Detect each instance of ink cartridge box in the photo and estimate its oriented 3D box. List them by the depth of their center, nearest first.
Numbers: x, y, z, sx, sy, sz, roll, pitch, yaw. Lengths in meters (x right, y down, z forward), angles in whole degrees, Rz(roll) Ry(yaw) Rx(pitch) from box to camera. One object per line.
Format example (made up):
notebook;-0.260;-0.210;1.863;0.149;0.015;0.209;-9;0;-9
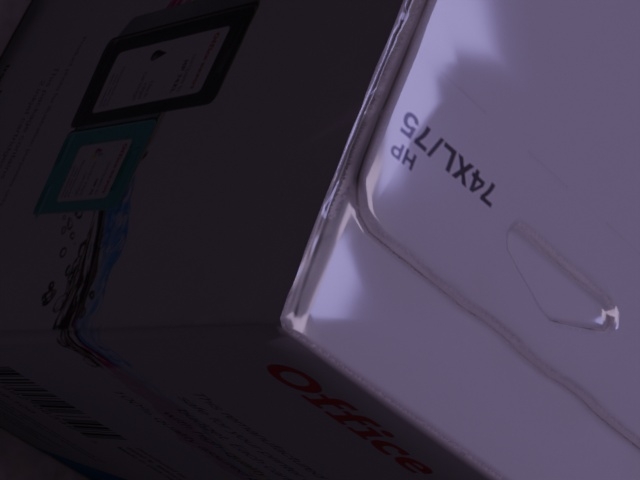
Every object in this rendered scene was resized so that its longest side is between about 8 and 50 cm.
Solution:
ink cartridge box;0.000;0.000;0.639;0.198;0.270;0.197;38;63;-33
